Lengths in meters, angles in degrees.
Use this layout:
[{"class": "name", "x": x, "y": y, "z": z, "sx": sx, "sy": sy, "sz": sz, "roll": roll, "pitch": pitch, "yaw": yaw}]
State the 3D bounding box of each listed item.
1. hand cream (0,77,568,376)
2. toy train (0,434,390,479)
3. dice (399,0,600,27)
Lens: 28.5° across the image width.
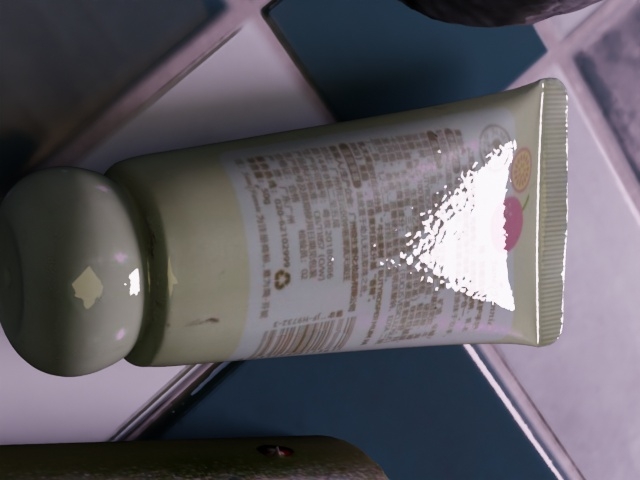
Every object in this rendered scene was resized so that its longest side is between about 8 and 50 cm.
[{"class": "hand cream", "x": 0.000, "y": 0.000, "z": 0.610, "sx": 0.306, "sy": 0.093, "sz": 0.147, "roll": -6, "pitch": 101, "yaw": -27}, {"class": "toy train", "x": -0.106, "y": 0.194, "z": 0.586, "sx": 0.300, "sy": 0.131, "sz": 0.202, "roll": 3, "pitch": 100, "yaw": -28}, {"class": "dice", "x": 0.089, "y": -0.210, "z": 0.546, "sx": 0.182, "sy": 0.183, "sz": 0.181, "roll": -41, "pitch": 116, "yaw": -14}]
